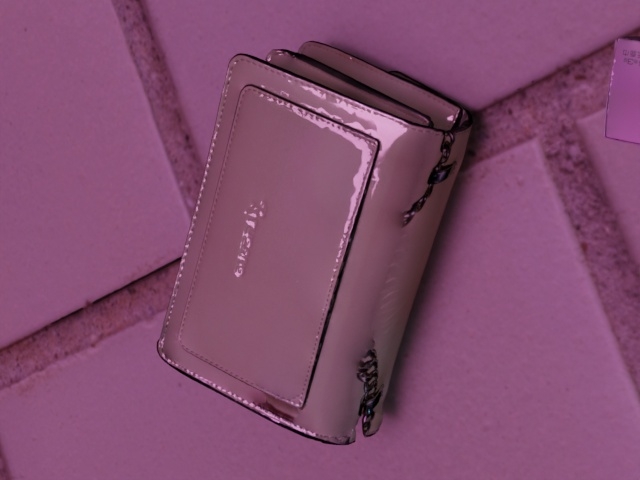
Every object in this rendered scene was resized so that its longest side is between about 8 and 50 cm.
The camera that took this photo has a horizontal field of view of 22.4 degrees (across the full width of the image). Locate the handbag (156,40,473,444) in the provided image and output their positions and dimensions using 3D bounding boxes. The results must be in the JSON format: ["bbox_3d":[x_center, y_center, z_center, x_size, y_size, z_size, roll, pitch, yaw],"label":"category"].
[{"bbox_3d":[0.000,0.000,1.660,0.237,0.160,0.358,28,114,28],"label":"handbag"}]

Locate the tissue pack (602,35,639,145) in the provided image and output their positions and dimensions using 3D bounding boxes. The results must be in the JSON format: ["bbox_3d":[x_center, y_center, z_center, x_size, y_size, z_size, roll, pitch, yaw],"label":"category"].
[{"bbox_3d":[0.381,-0.109,1.333,0.246,0.148,0.092,16,107,39],"label":"tissue pack"}]
